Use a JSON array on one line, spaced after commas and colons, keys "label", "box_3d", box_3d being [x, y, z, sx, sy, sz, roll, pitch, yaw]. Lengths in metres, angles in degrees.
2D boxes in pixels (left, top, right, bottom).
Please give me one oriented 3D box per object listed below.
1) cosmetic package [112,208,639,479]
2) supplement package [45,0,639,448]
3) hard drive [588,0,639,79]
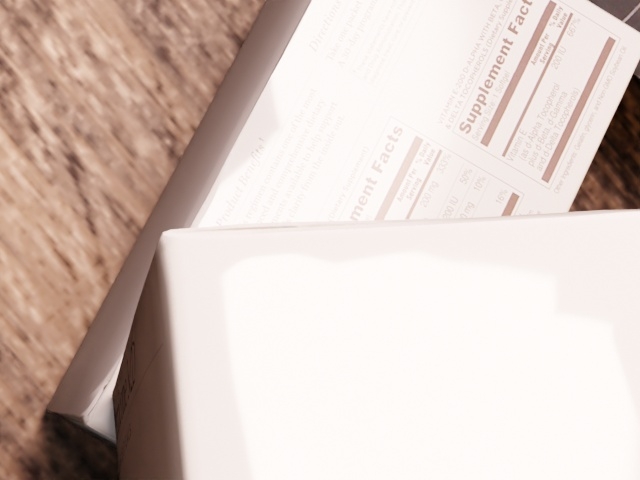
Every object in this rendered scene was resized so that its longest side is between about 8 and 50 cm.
[{"label": "cosmetic package", "box_3d": [0.033, 0.192, 0.407, 0.155, 0.197, 0.365, -4, 70, -14]}, {"label": "supplement package", "box_3d": [0.000, 0.000, 0.662, 0.145, 0.204, 0.262, 30, 78, -11]}, {"label": "hard drive", "box_3d": [0.254, -0.105, 0.740, 0.339, 0.064, 0.237, 38, 34, -7]}]
